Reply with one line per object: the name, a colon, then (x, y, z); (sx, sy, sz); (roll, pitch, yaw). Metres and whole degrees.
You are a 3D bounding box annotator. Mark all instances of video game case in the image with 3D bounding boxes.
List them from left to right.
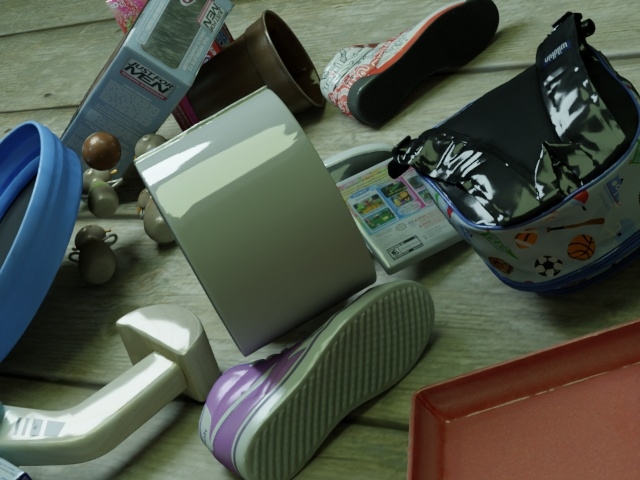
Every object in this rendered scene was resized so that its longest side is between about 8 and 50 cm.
video game case: (0.111, -0.043, 1.681); (0.157, 0.019, 0.143); (-26, 55, -15)

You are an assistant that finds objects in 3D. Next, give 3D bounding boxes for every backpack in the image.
backpack: (0.242, -0.063, 1.486); (0.276, 0.213, 0.263); (-38, 23, 9)

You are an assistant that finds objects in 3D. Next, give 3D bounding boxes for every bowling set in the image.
bowling set: (-0.262, -0.092, 2.027); (0.287, 0.200, 0.154); (-27, 26, -3)

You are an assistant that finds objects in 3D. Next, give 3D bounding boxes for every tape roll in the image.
tape roll: (-0.071, -0.018, 1.540); (0.169, 0.246, 0.246); (-30, 28, -5)

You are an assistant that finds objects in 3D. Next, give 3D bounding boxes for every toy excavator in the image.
toy excavator: (-0.380, 0.242, 1.615); (0.445, 0.222, 0.433); (2, 39, 24)

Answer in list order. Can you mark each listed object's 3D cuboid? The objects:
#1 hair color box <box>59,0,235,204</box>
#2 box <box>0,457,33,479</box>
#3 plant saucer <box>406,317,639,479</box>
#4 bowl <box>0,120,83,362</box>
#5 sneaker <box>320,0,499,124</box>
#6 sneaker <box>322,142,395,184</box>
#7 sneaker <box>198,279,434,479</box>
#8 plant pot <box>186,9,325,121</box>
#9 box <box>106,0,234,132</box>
hair color box: (-0.282, -0.222, 2.139); (0.374, 0.113, 0.185); (-42, 20, 49)
box: (-0.340, 0.320, 1.485); (0.137, 0.126, 0.072); (-45, 33, -25)
plant saucer: (0.203, 0.194, 1.269); (0.259, 0.048, 0.258); (-19, 29, 17)
bowl: (-0.451, 0.025, 1.962); (0.391, 0.077, 0.391); (-41, 33, 35)
sneaker: (0.122, -0.277, 2.074); (0.270, 0.090, 0.145); (-39, 32, -12)
sneaker: (0.000, 0.000, 1.730); (0.296, 0.104, 0.147); (-35, 32, -3)
sneaker: (-0.016, 0.130, 1.527); (0.282, 0.102, 0.161); (-39, 26, -18)
plant pot: (-0.106, -0.237, 2.159); (0.165, 0.167, 0.167); (-29, 27, 17)
box: (-0.221, -0.320, 2.288); (0.128, 0.257, 0.122); (-22, 27, 13)
